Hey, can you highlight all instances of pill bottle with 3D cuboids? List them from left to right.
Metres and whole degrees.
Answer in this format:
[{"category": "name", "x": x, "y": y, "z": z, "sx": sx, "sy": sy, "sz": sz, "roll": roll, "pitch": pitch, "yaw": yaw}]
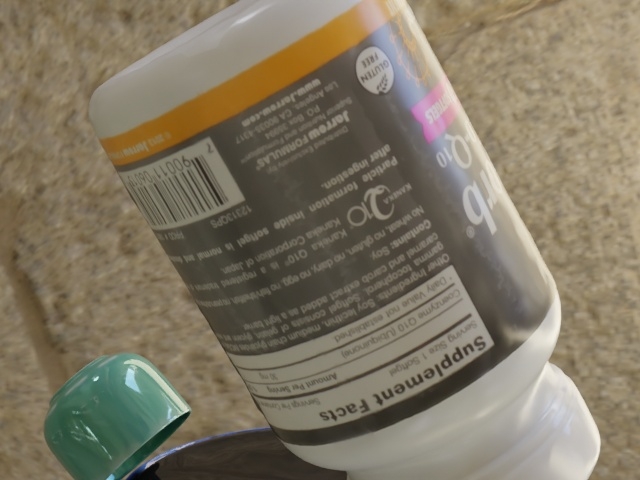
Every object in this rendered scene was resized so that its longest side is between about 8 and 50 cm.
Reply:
[{"category": "pill bottle", "x": 0.020, "y": 0.011, "z": 0.642, "sx": 0.162, "sy": 0.162, "sz": 0.278, "roll": -35, "pitch": 104, "yaw": -19}]

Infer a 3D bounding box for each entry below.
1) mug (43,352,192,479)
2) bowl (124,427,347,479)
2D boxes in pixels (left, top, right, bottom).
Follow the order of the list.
[{"category": "mug", "x": -0.209, "y": 0.178, "z": 1.273, "sx": 0.097, "sy": 0.158, "sz": 0.129, "roll": 48, "pitch": 53, "yaw": 7}, {"category": "bowl", "x": -0.017, "y": 0.275, "z": 1.262, "sx": 0.391, "sy": 0.391, "sz": 0.077, "roll": -5, "pitch": 103, "yaw": -19}]
